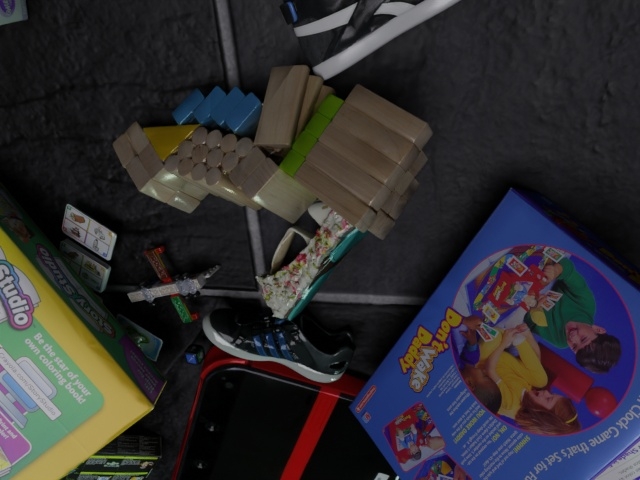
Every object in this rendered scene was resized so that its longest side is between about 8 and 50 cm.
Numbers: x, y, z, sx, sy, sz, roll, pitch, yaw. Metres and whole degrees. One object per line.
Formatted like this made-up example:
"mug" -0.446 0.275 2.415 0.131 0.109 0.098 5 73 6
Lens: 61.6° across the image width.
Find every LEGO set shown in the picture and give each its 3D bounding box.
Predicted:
"LEGO set" -0.250 0.070 0.746 0.244 0.060 0.183 31 124 4

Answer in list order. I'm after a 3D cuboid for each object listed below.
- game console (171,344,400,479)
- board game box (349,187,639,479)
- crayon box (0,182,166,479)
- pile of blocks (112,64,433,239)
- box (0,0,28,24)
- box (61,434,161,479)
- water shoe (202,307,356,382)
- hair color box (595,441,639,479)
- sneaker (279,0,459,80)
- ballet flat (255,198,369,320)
"game console" -0.048 0.337 0.845 0.341 0.060 0.387 18 122 -5
"board game box" 0.201 0.154 0.576 0.233 0.078 0.347 50 122 34
"crayon box" -0.440 0.155 0.685 0.313 0.106 0.363 -37 98 -3
"pile of blocks" -0.050 -0.090 0.571 0.362 0.112 0.149 10 81 28
"box" -0.337 -0.373 0.492 0.063 0.067 0.324 12 120 5
"box" -0.389 0.386 0.897 0.190 0.045 0.184 15 124 -30
"water shoe" -0.051 0.119 0.710 0.203 0.073 0.080 21 121 -11
"hair color box" 0.390 0.224 0.654 0.338 0.110 0.185 34 121 -6
"sneaker" 0.055 -0.246 0.473 0.216 0.079 0.121 -26 112 25
"ballet flat" 0.000 0.000 0.626 0.077 0.091 0.241 46 116 10
